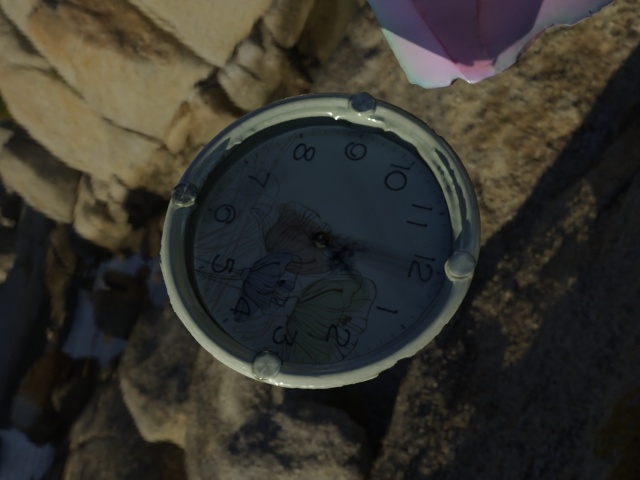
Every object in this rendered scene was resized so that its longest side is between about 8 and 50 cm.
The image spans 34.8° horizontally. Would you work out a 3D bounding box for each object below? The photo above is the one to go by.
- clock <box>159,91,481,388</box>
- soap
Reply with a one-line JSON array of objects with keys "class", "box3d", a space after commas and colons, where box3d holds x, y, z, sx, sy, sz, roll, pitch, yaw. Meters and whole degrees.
[{"class": "clock", "box3d": [0.000, 0.000, 0.761, 0.053, 0.236, 0.236, 73, -157, -65]}, {"class": "soap", "box3d": [0.189, -0.266, 0.923, 0.193, 0.109, 0.324, 2, 40, 48]}]
